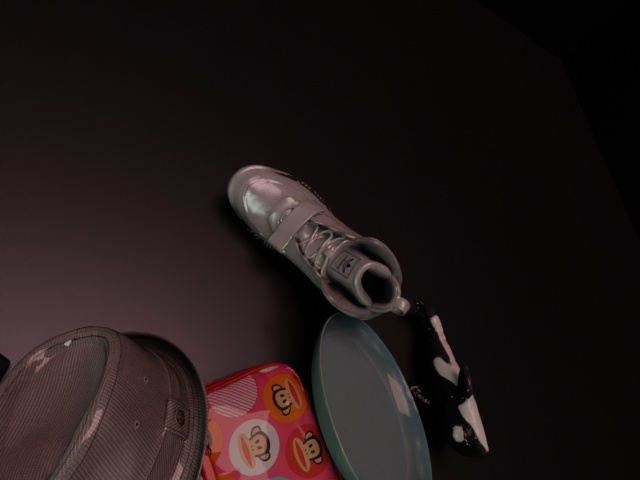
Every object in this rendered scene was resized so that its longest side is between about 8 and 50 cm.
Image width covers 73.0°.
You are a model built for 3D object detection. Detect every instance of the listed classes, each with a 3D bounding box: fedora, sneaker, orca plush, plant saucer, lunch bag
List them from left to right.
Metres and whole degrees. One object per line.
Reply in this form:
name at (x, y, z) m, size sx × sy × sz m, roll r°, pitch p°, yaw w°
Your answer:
fedora at (-0.249, 0.199, 0.441) m, size 0.243 × 0.124 × 0.275 m, roll -4°, pitch 50°, yaw 10°
lunch bag at (-0.107, 0.326, 0.547) m, size 0.258 × 0.120 × 0.293 m, roll -14°, pitch 72°, yaw -34°
sneaker at (0.000, 0.000, 0.727) m, size 0.366 × 0.210 × 0.137 m, roll 41°, pitch 86°, yaw -11°
plant saucer at (0.077, 0.266, 0.674) m, size 0.317 × 0.043 × 0.317 m, roll 47°, pitch 24°, yaw -29°
orca plush at (0.210, 0.255, 0.810) m, size 0.102 × 0.151 × 0.287 m, roll -9°, pitch 69°, yaw -4°

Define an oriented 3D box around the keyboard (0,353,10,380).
keyboard at (-0.391, 0.198, 0.452) m, size 0.100 × 0.038 × 0.192 m, roll 39°, pitch 38°, yaw -33°
